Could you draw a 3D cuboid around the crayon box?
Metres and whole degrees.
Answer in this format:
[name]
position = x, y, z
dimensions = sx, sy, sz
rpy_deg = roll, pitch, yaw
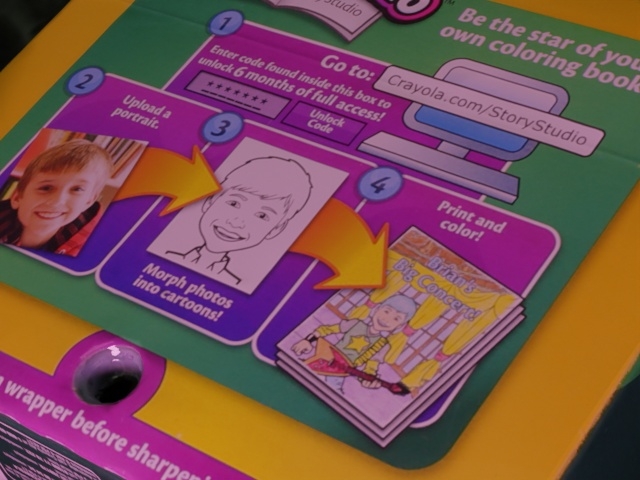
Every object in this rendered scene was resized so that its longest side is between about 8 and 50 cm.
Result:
[crayon box]
position = 0.000, 0.000, 0.729
dimensions = 0.363, 0.106, 0.313
rpy_deg = 21, 59, 33
